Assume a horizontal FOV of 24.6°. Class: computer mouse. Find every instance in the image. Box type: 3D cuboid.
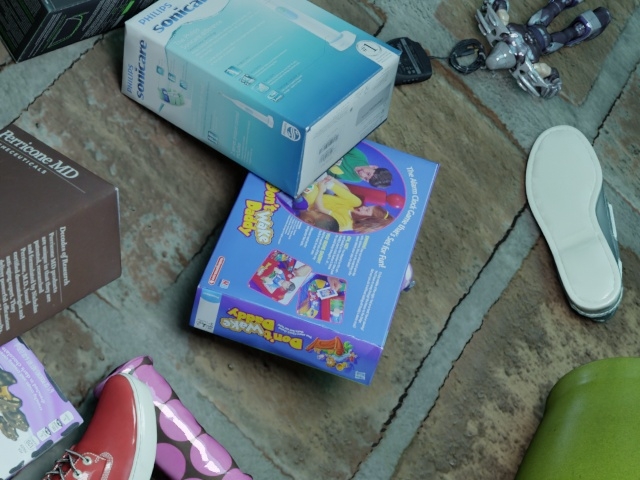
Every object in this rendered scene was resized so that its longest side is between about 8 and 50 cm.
[{"bbox_3d":[0.164,-0.271,2.217,0.242,0.041,0.071,-11,72,-42],"label":"computer mouse"}]

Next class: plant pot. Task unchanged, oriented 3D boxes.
[{"bbox_3d":[0.393,0.352,1.878,0.366,0.366,0.353,32,42,-15],"label":"plant pot"}]

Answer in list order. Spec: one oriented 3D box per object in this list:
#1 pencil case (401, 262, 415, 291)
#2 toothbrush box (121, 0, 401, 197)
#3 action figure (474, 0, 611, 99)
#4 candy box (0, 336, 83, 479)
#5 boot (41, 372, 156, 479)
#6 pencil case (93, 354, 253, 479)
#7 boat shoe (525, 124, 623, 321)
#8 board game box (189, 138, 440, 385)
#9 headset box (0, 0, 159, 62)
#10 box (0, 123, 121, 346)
[{"bbox_3d":[0.031,0.070,1.927,0.206,0.088,0.086,-30,88,-39],"label":"pencil case"},{"bbox_3d":[-0.080,-0.219,1.906,0.295,0.126,0.216,32,49,18],"label":"toothbrush box"},{"bbox_3d":[0.346,-0.320,2.314,0.285,0.099,0.185,-32,96,-35],"label":"action figure"},{"bbox_3d":[-0.391,0.196,1.613,0.196,0.070,0.165,-36,89,-39],"label":"candy box"},{"bbox_3d":[-0.281,0.255,1.588,0.176,0.088,0.244,16,82,-36],"label":"boot"},{"bbox_3d":[-0.174,0.231,1.720,0.095,0.098,0.209,-38,90,6],"label":"pencil case"},{"bbox_3d":[0.387,-0.023,2.210,0.099,0.116,0.319,54,23,-58],"label":"boat shoe"},{"bbox_3d":[0.000,0.000,1.865,0.233,0.078,0.347,19,46,2],"label":"board game box"},{"bbox_3d":[-0.323,-0.401,1.914,0.283,0.131,0.246,-29,83,-38],"label":"headset box"},{"bbox_3d":[-0.417,0.032,1.589,0.191,0.143,0.381,30,42,29],"label":"box"}]
